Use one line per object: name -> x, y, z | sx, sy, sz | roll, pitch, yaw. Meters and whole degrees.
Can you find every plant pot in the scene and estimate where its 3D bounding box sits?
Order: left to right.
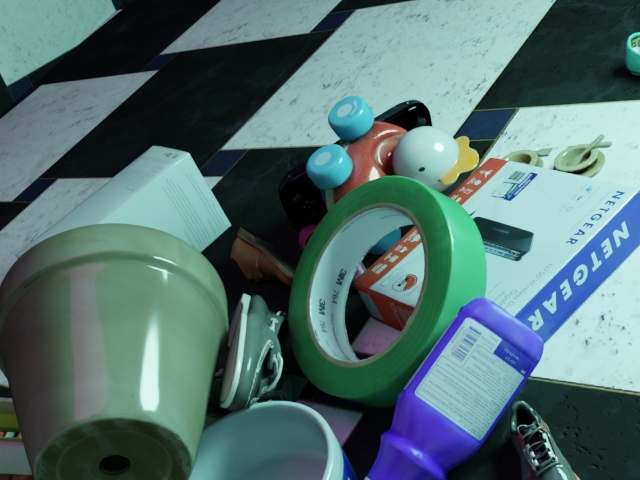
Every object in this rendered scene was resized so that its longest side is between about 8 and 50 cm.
plant pot -> -0.266, 0.185, 1.234 | 0.323, 0.323, 0.280 | -24, 38, 6

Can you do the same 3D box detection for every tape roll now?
tape roll -> 0.086, 0.071, 1.349 | 0.321, 0.077, 0.321 | -25, 55, 41

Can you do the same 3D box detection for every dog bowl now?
dog bowl -> -0.083, 0.337, 1.213 | 0.264, 0.104, 0.265 | -21, 30, 13

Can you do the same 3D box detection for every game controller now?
game controller -> 0.070, -0.133, 1.745 | 0.319, 0.166, 0.067 | -32, 48, -7

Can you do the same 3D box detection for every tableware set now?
tableware set -> 0.382, -0.134, 1.611 | 0.194, 0.039, 0.128 | -3, 39, 36

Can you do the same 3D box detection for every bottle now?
bottle -> 0.155, 0.210, 1.169 | 0.283, 0.118, 0.092 | -54, -5, -7

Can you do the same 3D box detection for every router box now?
router box -> 0.267, 0.024, 1.423 | 0.335, 0.082, 0.301 | -41, 33, -21

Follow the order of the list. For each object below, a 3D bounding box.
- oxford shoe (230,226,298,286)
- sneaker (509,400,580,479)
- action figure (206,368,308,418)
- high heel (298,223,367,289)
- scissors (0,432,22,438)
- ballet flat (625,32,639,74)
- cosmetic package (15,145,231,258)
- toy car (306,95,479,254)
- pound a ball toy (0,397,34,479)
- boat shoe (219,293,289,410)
oxford shoe -> -0.097, 0.047, 1.718 | 0.212, 0.076, 0.076 | 32, 94, 54
sneaker -> 0.252, 0.249, 1.113 | 0.061, 0.065, 0.158 | -27, 30, 3
action figure -> -0.150, 0.233, 1.462 | 0.232, 0.064, 0.137 | 2, 30, 35
high heel -> 0.000, 0.000, 1.636 | 0.082, 0.117, 0.244 | -39, 32, 0
scissors -> -0.588, 0.416, 1.582 | 0.108, 0.021, 0.297 | -9, 34, 27
ballet flat -> 0.625, -0.321, 1.651 | 0.083, 0.087, 0.247 | -38, 32, -18
cosmetic package -> -0.381, -0.002, 1.878 | 0.365, 0.197, 0.155 | -41, 33, -24
toy car -> 0.142, -0.110, 1.561 | 0.237, 0.219, 0.210 | -2, 52, 37
pound a ball toy -> -0.402, 0.306, 1.415 | 0.319, 0.136, 0.208 | 8, 21, -19
boat shoe -> -0.083, 0.155, 1.363 | 0.095, 0.112, 0.335 | 17, 12, -6
